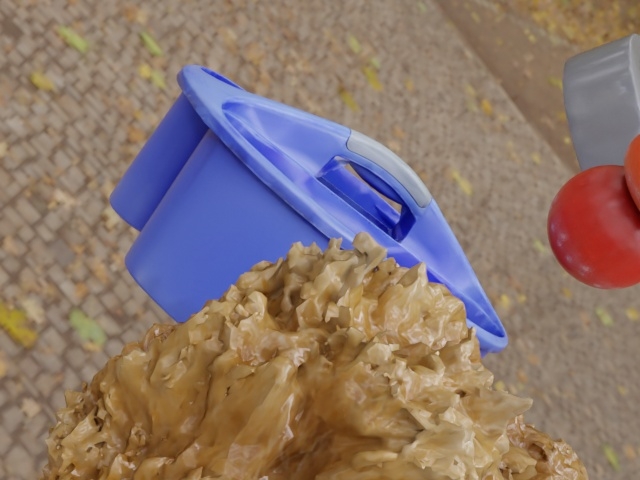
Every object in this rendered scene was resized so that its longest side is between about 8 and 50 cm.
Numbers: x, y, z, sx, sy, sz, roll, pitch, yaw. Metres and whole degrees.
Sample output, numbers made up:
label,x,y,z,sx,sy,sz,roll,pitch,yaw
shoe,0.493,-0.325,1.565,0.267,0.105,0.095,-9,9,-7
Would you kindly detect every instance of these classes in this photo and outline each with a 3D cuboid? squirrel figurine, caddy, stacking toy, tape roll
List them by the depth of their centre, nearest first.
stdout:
label,x,y,z,sx,sy,sz,roll,pitch,yaw
squirrel figurine,-0.049,0.197,0.466,0.370,0.281,0.397,20,75,-33
stacking toy,0.284,-0.062,0.815,0.141,0.330,0.141,27,44,-30
caddy,0.000,0.000,0.978,0.341,0.179,0.241,37,12,-28
tape roll,0.317,-0.093,1.257,0.219,0.072,0.219,43,38,-47
